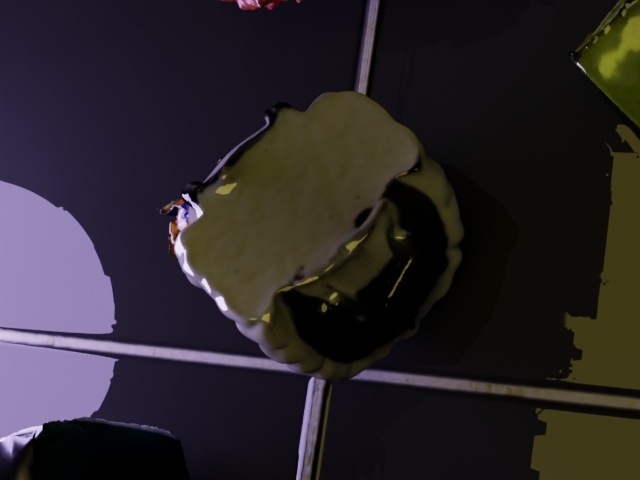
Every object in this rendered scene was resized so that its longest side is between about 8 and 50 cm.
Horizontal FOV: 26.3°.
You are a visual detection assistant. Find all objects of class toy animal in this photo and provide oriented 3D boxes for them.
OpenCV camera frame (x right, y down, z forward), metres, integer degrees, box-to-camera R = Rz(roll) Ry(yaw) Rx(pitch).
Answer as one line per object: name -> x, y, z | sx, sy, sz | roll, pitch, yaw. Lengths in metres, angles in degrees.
toy animal -> 0.000, 0.000, 1.127 | 0.208, 0.156, 0.204 | -45, 59, -10

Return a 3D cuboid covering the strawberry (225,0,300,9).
strawberry -> 0.030, -0.313, 1.222 | 0.306, 0.137, 0.233 | -32, 43, 42

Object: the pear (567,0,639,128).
pear -> 0.305, -0.103, 0.962 | 0.159, 0.292, 0.292 | -41, 64, 12

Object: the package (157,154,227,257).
package -> -0.095, -0.030, 1.245 | 0.110, 0.033, 0.077 | -24, 59, 13

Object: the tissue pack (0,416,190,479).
tissue pack -> -0.213, 0.379, 1.078 | 0.264, 0.253, 0.417 | -22, 71, 19
